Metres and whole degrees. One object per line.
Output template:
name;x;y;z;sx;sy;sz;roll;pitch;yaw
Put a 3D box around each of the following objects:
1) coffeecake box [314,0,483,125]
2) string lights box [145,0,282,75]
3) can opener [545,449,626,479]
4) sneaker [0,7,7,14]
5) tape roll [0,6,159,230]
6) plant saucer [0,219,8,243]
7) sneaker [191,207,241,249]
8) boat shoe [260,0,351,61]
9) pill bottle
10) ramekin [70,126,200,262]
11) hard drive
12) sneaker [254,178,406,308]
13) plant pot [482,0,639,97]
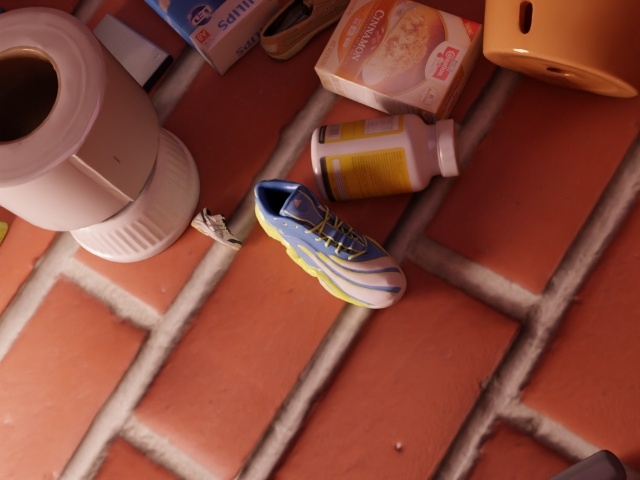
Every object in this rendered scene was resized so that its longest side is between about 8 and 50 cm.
coffeecake box;0.109;-0.250;1.349;0.185;0.068;0.142;24;79;19
string lights box;-0.189;-0.380;1.462;0.133;0.077;0.260;-44;68;-4
can opener;0.209;0.306;1.142;0.283;0.076;0.095;-30;69;2
sneaker;-0.515;-0.337;1.530;0.209;0.082;0.069;35;86;23
tape roll;-0.351;-0.152;1.264;0.246;0.169;0.246;-5;71;14
plant saucer;-0.584;0.021;1.451;0.188;0.045;0.188;22;79;20
sneaker;-0.138;-0.017;1.357;0.083;0.032;0.037;31;83;20
boat shoe;-0.010;-0.338;1.405;0.068;0.072;0.190;41;86;22
pill bottle;0.086;-0.110;1.292;0.184;0.103;0.103;-6;71;12
ramekin;-0.282;-0.083;1.374;0.207;0.109;0.207;-4;71;13
hard drive;-0.300;-0.273;1.485;0.135;0.022;0.094;36;84;22
sneaker;0.000;0.000;1.265;0.240;0.126;0.091;33;83;22
plant pot;0.325;-0.300;1.213;0.291;0.291;0.203;17;94;19
